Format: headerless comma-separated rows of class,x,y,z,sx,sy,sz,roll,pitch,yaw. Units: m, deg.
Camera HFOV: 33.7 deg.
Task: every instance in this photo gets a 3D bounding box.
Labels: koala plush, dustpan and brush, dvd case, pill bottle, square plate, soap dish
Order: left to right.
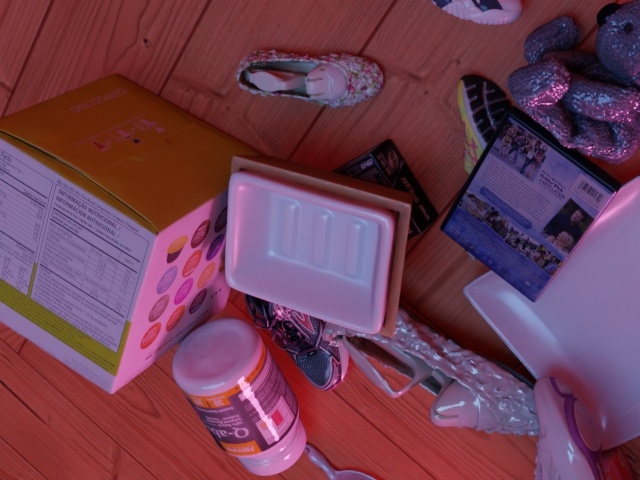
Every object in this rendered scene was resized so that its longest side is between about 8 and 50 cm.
pill bottle,-0.132,0.277,1.832,0.162,0.162,0.278,0,135,28
soap dish,0.000,0.000,1.599,0.291,0.118,0.228,16,121,21
dustpan and brush,0.043,0.456,1.938,0.211,0.060,0.147,39,124,-2
dvd case,0.284,-0.045,1.472,0.180,0.022,0.253,39,139,14
square plate,0.442,0.113,1.545,0.344,0.049,0.347,50,126,-4
koala plush,0.392,-0.227,1.347,0.203,0.196,0.221,42,126,-9

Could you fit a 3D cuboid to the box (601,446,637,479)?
box,0.458,0.501,1.669,0.142,0.154,0.300,-23,102,34

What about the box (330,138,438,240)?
box,0.067,-0.051,1.660,0.180,0.077,0.147,-29,97,35

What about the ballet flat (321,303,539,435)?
ballet flat,0.175,0.218,1.692,0.409,0.147,0.147,32,124,14

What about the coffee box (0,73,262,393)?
coffee box,-0.338,-0.026,1.730,0.338,0.338,0.334,30,124,14

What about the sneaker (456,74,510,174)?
sneaker,0.234,-0.137,1.532,0.094,0.081,0.208,-16,94,54

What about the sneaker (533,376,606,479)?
sneaker,0.344,0.348,1.538,0.152,0.114,0.305,-29,57,30

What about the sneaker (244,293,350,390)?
sneaker,-0.060,0.131,1.796,0.121,0.112,0.299,-26,100,35

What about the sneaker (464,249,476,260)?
sneaker,0.294,-0.016,1.568,0.186,0.069,0.083,-8,118,37

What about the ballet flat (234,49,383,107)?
ballet flat,-0.025,-0.243,1.618,0.241,0.077,0.091,6,115,25

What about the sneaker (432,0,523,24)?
sneaker,0.187,-0.402,1.417,0.235,0.094,0.153,39,134,19
